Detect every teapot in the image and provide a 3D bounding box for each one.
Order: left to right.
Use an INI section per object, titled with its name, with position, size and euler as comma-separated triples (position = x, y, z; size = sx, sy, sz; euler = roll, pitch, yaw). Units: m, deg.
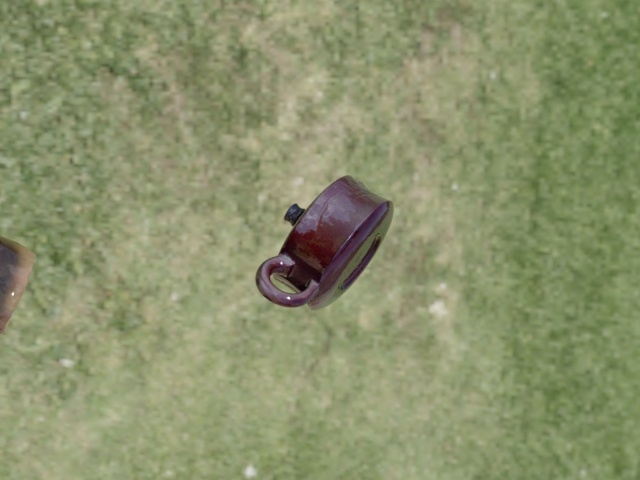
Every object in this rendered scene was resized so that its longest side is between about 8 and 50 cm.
[teapot]
position = 0.000, 0.000, 0.680
size = 0.100, 0.045, 0.068
euler = -40, 160, -44

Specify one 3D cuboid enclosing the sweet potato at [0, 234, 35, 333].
[sweet potato]
position = -0.280, -0.024, 0.690
size = 0.281, 0.067, 0.059
euler = 20, 34, -16
